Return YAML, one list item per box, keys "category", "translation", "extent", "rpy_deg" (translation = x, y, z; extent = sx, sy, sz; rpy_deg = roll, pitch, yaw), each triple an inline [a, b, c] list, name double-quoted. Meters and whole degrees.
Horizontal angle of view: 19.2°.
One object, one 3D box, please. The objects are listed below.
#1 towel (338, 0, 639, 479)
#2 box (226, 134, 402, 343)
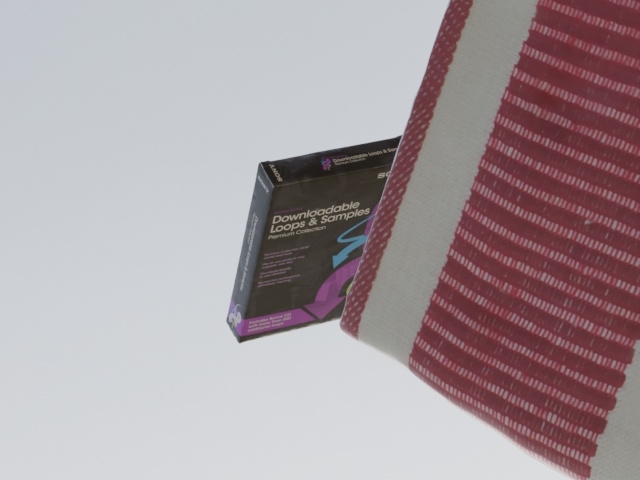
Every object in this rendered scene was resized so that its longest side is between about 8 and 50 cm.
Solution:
- category: "towel"
  translation: [0.161, -0.010, 0.547]
  extent: [0.037, 0.329, 0.237]
  rpy_deg: [6, -72, -49]
- category: "box"
  translation: [0.000, 0.000, 1.343]
  extent: [0.116, 0.029, 0.162]
  rpy_deg: [-13, -41, -24]
